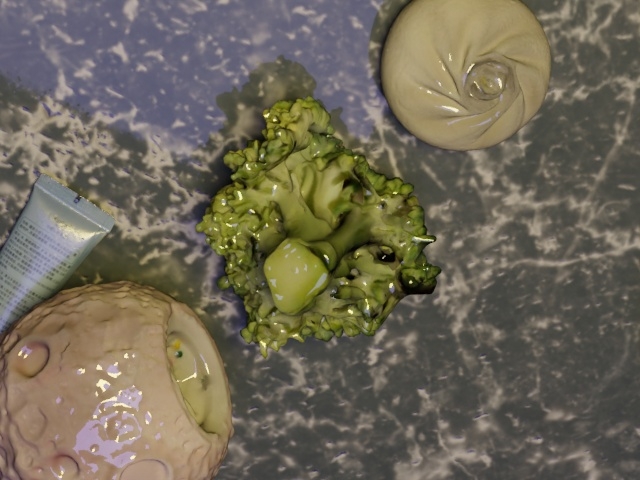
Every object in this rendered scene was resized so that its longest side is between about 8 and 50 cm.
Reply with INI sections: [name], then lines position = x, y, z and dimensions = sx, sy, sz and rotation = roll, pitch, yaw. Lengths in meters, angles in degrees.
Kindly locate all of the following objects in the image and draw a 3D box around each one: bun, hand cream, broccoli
[bun]
position = 0.147, -0.169, 1.313
dimensions = 0.173, 0.120, 0.172
rotation = -3, 109, -7
[hand cream]
position = -0.321, 0.064, 1.383
dimensions = 0.091, 0.058, 0.271
rotation = 33, 100, -5
[broccoli]
position = 0.000, 0.000, 1.291
dimensions = 0.247, 0.243, 0.263
rotation = 13, 104, 2

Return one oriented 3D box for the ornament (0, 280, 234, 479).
[ornament]
position = -0.218, 0.168, 1.328
dimensions = 0.225, 0.259, 0.259
rotation = -20, 112, 14
